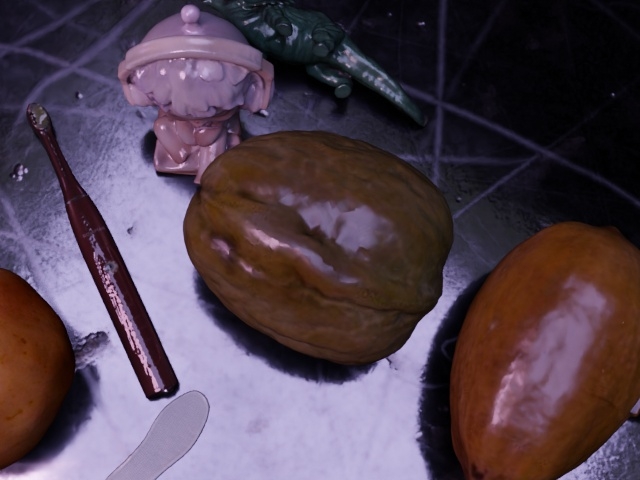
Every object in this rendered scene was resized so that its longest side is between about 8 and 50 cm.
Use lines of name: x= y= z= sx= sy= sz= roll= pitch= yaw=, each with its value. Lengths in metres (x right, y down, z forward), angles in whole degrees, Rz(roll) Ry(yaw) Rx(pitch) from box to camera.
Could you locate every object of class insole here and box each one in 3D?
insole: x=-0.177 y=0.226 z=1.133 sx=0.053 sy=0.002 sz=0.153 roll=44 pitch=77 yaw=5

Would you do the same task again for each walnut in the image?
walnut: x=0.000 y=0.000 z=1.087 sx=0.283 sy=0.283 sz=0.227 roll=25 pitch=107 yaw=1
walnut: x=0.231 y=0.136 z=1.092 sx=0.209 sy=0.209 sz=0.336 roll=31 pitch=77 yaw=3

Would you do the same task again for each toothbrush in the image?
toothbrush: x=-0.246 y=0.007 z=1.159 sx=0.041 sy=0.041 sz=0.364 roll=-24 pitch=80 yaw=-10

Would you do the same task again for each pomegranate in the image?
pomegranate: x=-0.345 y=0.129 z=1.038 sx=0.209 sy=0.209 sz=0.209 roll=1 pitch=77 yaw=-5

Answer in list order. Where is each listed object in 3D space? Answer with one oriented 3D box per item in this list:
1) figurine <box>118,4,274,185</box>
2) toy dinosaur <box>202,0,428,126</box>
figurine: x=-0.132 y=-0.156 z=1.111 sx=0.162 sy=0.237 sz=0.141 roll=3 pitch=70 yaw=-7
toy dinosaur: x=-0.007 y=-0.213 z=1.198 sx=0.292 sy=0.079 sz=0.120 roll=34 pitch=35 yaw=7
